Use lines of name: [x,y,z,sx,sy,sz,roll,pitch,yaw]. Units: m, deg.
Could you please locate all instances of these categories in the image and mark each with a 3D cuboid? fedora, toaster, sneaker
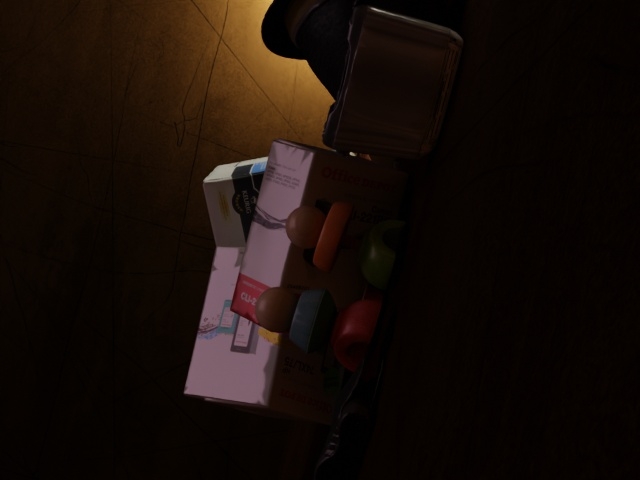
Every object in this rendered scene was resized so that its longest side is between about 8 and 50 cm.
fedora: [0.077,-0.297,1.436,0.334,0.334,0.152,110,144,-74]
toaster: [0.094,-0.209,1.282,0.129,0.147,0.226,-87,10,-77]
sneaker: [0.037,0.233,1.251,0.089,0.051,0.170,-79,8,-61]

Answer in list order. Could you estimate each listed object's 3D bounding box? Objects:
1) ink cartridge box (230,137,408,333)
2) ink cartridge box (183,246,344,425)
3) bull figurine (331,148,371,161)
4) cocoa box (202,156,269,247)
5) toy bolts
ink cartridge box: [0.000,0.000,1.498,0.114,0.197,0.272,20,98,49]
ink cartridge box: [-0.081,0.168,1.736,0.198,0.197,0.270,28,-111,-50]
bull figurine: [0.062,-0.109,1.935,0.310,0.101,0.188,-90,-13,-58]
cocoa box: [-0.080,0.009,2.003,0.231,0.228,0.347,-86,-15,-77]
toy bolts: [0.003,0.079,1.350,0.228,0.159,0.218,-68,-6,-51]
